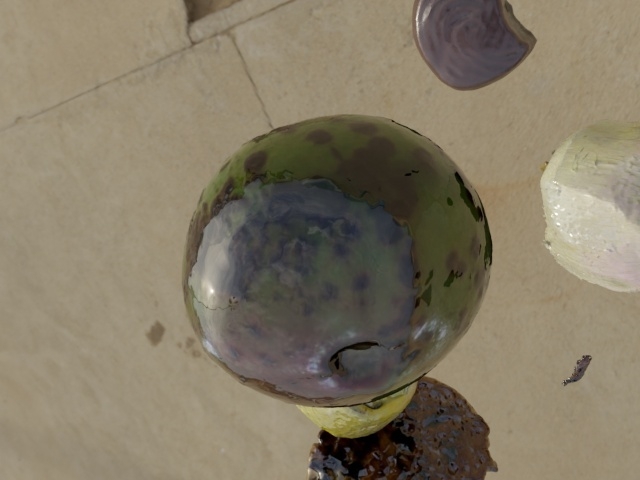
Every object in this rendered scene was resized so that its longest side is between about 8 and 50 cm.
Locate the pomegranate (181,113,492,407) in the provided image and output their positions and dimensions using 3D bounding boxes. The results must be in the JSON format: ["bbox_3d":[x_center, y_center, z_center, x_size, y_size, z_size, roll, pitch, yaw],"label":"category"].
[{"bbox_3d":[0.018,0.000,0.623,0.242,0.306,0.242,2,112,6],"label":"pomegranate"}]

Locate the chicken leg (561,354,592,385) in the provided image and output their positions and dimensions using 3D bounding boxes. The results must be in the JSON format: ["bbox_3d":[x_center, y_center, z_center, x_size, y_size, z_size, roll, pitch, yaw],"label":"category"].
[{"bbox_3d":[0.530,0.270,1.528,0.083,0.036,0.021,-54,40,10],"label":"chicken leg"}]

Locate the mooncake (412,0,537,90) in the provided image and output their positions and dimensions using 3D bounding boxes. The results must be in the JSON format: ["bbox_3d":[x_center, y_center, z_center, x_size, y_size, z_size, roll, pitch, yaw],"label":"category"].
[{"bbox_3d":[0.404,-0.557,1.958,0.334,0.174,0.326,11,125,10],"label":"mooncake"}]

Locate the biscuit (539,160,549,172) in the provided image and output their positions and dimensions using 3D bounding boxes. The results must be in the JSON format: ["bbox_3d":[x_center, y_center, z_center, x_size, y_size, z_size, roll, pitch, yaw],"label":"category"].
[{"bbox_3d":[0.603,-0.170,1.920,0.083,0.081,0.018,45,94,5],"label":"biscuit"}]

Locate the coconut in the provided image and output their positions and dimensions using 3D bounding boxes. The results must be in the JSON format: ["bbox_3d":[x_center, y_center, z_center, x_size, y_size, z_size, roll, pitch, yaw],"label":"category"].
[{"bbox_3d":[0.530,-0.056,1.237,0.254,0.297,0.297,26,133,43],"label":"coconut"}]

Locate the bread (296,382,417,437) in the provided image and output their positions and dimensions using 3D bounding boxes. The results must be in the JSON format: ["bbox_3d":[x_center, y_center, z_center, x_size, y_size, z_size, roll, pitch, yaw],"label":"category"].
[{"bbox_3d":[0.051,0.216,1.196,0.197,0.197,0.170,42,151,3],"label":"bread"}]

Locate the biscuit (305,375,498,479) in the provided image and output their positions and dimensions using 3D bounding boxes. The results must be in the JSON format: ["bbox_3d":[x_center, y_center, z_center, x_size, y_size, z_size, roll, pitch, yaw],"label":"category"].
[{"bbox_3d":[0.134,0.382,1.258,0.289,0.334,0.081,40,157,29],"label":"biscuit"}]
